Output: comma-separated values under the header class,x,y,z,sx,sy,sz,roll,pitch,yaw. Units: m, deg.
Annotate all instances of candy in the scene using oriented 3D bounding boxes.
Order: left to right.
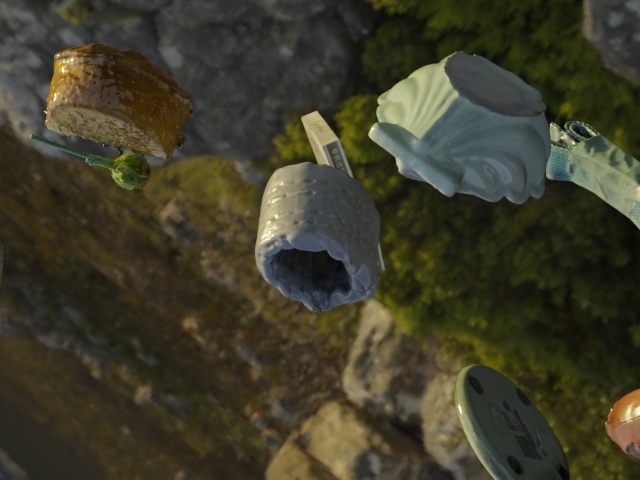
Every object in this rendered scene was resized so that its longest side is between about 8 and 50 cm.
class,x,y,z,sx,sy,sz,roll,pitch,yaw
candy,-0.353,-0.129,1.844,0.194,0.058,0.062,20,-161,-21

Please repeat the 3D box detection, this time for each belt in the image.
class,x,y,z,sx,sy,sz,roll,pitch,yaw
belt,0.434,-0.082,1.727,0.302,0.087,0.072,41,153,42

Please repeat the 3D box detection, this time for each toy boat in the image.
class,x,y,z,sx,sy,sz,roll,pitch,yaw
toy boat,0.157,-0.124,1.245,0.199,0.290,0.100,35,118,13

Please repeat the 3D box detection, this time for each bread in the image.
class,x,y,z,sx,sy,sz,roll,pitch,yaw
bread,-0.310,-0.214,1.801,0.229,0.143,0.139,13,163,3

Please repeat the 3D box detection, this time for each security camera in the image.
class,x,y,z,sx,sy,sz,roll,pitch,yaw
security camera,0.191,0.254,1.103,0.080,0.301,0.157,-39,146,27

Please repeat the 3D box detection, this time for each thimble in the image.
class,x,y,z,sx,sy,sz,roll,pitch,yaw
thimble,-0.003,-0.001,1.347,0.127,0.117,0.151,-17,138,31

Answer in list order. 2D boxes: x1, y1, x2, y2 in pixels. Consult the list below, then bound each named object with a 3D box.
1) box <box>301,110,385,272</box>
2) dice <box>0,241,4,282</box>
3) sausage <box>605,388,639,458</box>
class,x,y,z,sx,sy,sz,roll,pitch,yaw
box,0.030,-0.061,1.534,0.109,0.029,0.198,-120,7,-60
dice,-0.531,0.085,1.599,0.194,0.193,0.192,8,150,-18
sausage,0.453,0.164,1.258,0.094,0.094,0.419,64,148,7
